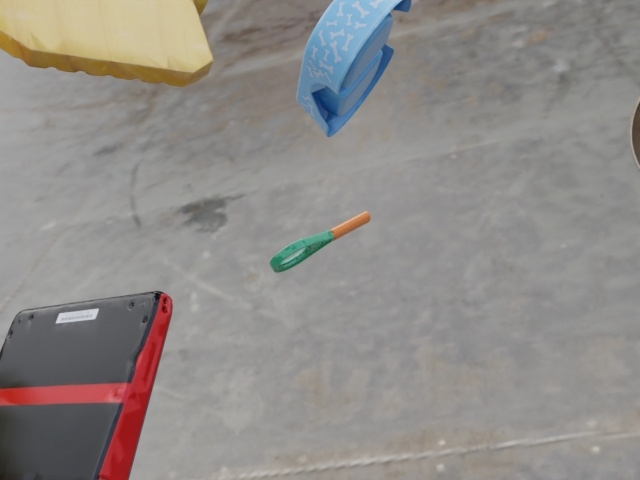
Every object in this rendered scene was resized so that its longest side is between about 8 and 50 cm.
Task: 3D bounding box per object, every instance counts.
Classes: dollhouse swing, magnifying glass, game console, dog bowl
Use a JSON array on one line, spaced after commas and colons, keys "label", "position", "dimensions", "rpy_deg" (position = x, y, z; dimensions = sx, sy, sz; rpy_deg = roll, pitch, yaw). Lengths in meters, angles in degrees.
[{"label": "dollhouse swing", "position": [-0.358, -0.287, 1.436], "dimensions": [0.347, 0.305, 0.315], "rpy_deg": [3, -29, -29]}, {"label": "magnifying glass", "position": [0.000, 0.000, 1.931], "dimensions": [0.231, 0.026, 0.092], "rpy_deg": [-26, -17, -22]}, {"label": "game console", "position": [-0.387, 0.248, 1.441], "dimensions": [0.387, 0.060, 0.342], "rpy_deg": [-9, 55, 40]}, {"label": "dog bowl", "position": [0.039, -0.260, 1.381], "dimensions": [0.166, 0.074, 0.297], "rpy_deg": [-51, -5, -16]}]

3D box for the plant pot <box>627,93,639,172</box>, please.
[{"label": "plant pot", "position": [0.742, -0.218, 1.947], "dimensions": [0.284, 0.284, 0.191], "rpy_deg": [-14, 6, 7]}]
